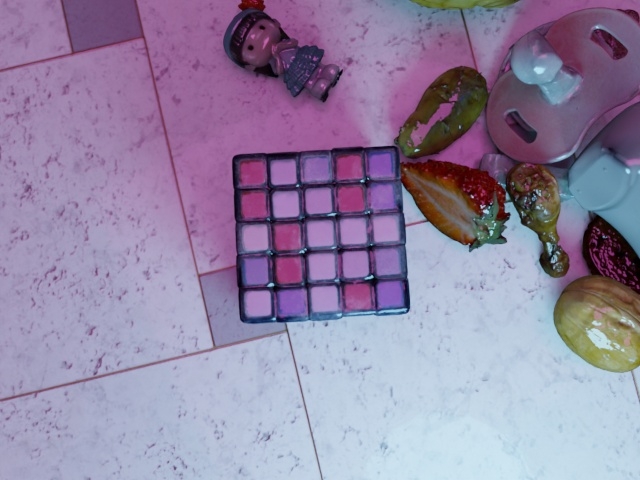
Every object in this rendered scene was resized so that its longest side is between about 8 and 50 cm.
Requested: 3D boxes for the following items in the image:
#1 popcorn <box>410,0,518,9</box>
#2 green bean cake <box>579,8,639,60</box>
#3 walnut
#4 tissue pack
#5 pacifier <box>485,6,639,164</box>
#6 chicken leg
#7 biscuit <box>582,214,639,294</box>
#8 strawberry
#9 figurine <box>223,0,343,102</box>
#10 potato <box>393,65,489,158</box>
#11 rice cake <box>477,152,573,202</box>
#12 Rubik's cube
[{"bbox_3d":[0.255,-0.609,1.376,0.390,0.353,0.345,28,58,-38],"label":"popcorn"},{"bbox_3d":[0.572,-0.394,1.484,0.135,0.056,0.135,1,84,0],"label":"green bean cake"},{"bbox_3d":[0.536,0.155,1.392,0.197,0.165,0.165,29,86,2],"label":"walnut"},{"bbox_3d":[0.643,-0.096,1.335,0.236,0.229,0.333,-38,80,-17],"label":"tissue pack"},{"bbox_3d":[0.446,-0.297,1.375,0.220,0.273,0.332,45,109,-1],"label":"pacifier"},{"bbox_3d":[0.424,-0.037,1.406,0.087,0.107,0.252,-24,116,5],"label":"chicken leg"},{"bbox_3d":[0.617,0.017,1.457,0.191,0.049,0.192,-1,81,6],"label":"biscuit"},{"bbox_3d":[0.261,-0.083,1.435,0.228,0.175,0.098,28,55,35],"label":"strawberry"},{"bbox_3d":[-0.075,-0.373,1.460,0.245,0.110,0.138,31,77,-1],"label":"figurine"},{"bbox_3d":[0.242,-0.249,1.455,0.117,0.090,0.225,43,86,3],"label":"potato"},{"bbox_3d":[0.411,-0.125,1.459,0.206,0.063,0.069,9,82,0],"label":"rice cake"},{"bbox_3d":[0.000,0.000,1.337,0.291,0.287,0.293,-2,85,-1],"label":"Rubik's cube"}]
